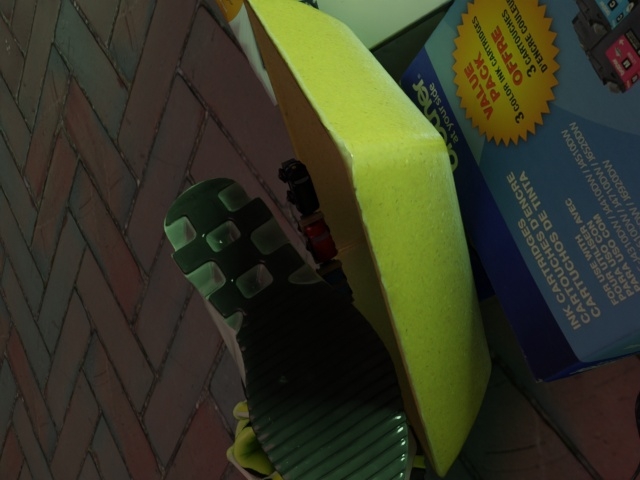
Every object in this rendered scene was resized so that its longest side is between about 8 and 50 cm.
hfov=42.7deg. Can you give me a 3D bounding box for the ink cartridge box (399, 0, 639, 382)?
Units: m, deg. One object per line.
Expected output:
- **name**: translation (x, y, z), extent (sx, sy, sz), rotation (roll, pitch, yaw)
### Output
- **ink cartridge box**: translation (0.209, -0.082, 0.531), extent (0.269, 0.151, 0.395), rotation (69, 153, 19)

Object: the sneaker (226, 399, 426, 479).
- **sneaker**: translation (-0.023, 0.165, 0.830), extent (0.385, 0.147, 0.145), rotation (-135, 51, -69)

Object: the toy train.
- **toy train**: translation (0.000, 0.000, 0.730), extent (0.036, 0.027, 0.158), rotation (43, 157, 58)

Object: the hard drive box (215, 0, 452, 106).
- **hard drive box**: translation (0.013, -0.261, 0.766), extent (0.232, 0.089, 0.181), rotation (-24, 99, 40)

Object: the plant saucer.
- **plant saucer**: translation (0.047, -0.028, 0.696), extent (0.332, 0.081, 0.332), rotation (-117, 6, -52)

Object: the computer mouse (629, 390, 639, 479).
- **computer mouse**: translation (0.242, 0.201, 0.655), extent (0.071, 0.041, 0.242), rotation (36, 115, 34)

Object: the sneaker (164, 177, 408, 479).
- **sneaker**: translation (-0.018, 0.097, 0.714), extent (0.330, 0.123, 0.146), rotation (59, 175, 34)
